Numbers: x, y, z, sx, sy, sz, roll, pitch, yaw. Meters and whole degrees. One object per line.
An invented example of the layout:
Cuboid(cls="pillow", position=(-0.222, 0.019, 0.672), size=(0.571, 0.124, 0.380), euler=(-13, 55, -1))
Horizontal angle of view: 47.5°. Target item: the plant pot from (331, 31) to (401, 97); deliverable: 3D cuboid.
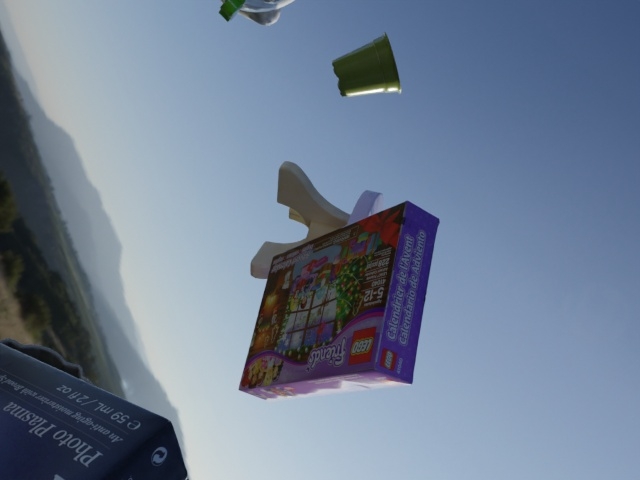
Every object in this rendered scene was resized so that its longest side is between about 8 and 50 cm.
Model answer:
Cuboid(cls="plant pot", position=(0.059, -0.226, 0.970), size=(0.083, 0.079, 0.083), euler=(-15, 90, -86))

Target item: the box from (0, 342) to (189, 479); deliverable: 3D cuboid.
Cuboid(cls="box", position=(-0.294, 0.240, 0.545), size=(0.296, 0.294, 0.183), euler=(11, -57, 34))

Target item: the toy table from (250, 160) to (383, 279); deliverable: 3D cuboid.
Cuboid(cls="toy table", position=(0.000, 0.000, 1.215), size=(0.274, 0.160, 0.252), euler=(-51, 152, -65))

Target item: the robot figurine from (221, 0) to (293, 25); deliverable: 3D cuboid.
Cuboid(cls="robot figurine", position=(-0.121, -0.440, 0.980), size=(0.353, 0.199, 0.300), euler=(44, -28, 40))

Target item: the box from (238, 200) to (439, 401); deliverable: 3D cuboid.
Cuboid(cls="box", position=(0.014, 0.086, 0.896), size=(0.293, 0.057, 0.201), euler=(-23, -133, 52))

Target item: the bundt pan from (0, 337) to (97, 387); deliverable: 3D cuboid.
Cuboid(cls="bundt pan", position=(-0.506, 0.308, 1.117), size=(0.331, 0.330, 0.124), euler=(54, -46, 39))

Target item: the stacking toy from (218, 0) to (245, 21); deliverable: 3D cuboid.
Cuboid(cls="stacking toy", position=(-0.149, -0.318, 0.779), size=(0.167, 0.052, 0.221), euler=(44, -8, -11))
